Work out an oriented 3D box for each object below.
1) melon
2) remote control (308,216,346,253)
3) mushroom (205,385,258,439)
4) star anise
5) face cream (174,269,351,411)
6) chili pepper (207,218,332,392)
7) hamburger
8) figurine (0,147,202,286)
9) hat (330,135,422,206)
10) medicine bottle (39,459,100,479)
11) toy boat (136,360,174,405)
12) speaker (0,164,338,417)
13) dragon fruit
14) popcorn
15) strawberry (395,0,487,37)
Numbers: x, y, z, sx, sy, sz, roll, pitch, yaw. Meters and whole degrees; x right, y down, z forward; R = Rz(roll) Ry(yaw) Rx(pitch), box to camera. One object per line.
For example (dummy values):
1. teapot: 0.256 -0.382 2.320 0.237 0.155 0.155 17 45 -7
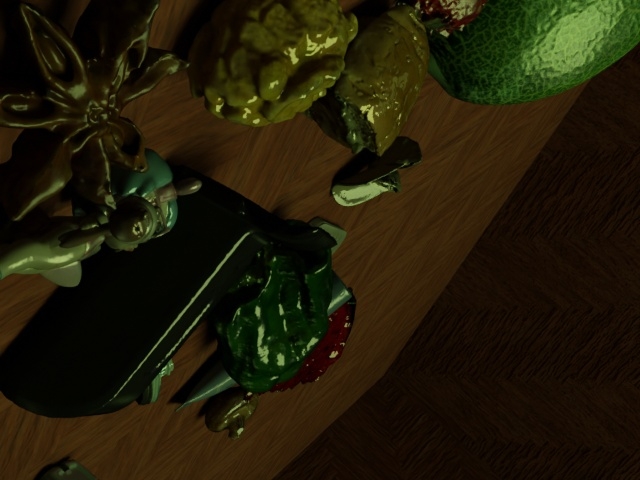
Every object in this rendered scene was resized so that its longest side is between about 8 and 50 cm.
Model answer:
1. melon: 0.324 -0.364 1.705 0.343 0.226 0.331 -49 128 -7
2. remote control: 0.000 0.000 2.016 0.077 0.022 0.245 -53 167 4
3. mushroom: -0.186 0.353 2.256 0.126 0.085 0.109 -4 105 -52
4. star anise: -0.203 -0.111 0.865 0.196 0.111 0.212 -47 160 -36
5. face cream: -0.110 0.196 2.029 0.385 0.086 0.135 -38 175 1
6. chili pepper: -0.074 0.123 1.803 0.213 0.167 0.385 -44 165 -30
7. hamburger: 0.081 -0.226 1.416 0.207 0.135 0.155 -48 169 -17
8. figurine: -0.224 -0.023 1.018 0.205 0.102 0.260 -27 -178 45
9. hat: 0.093 -0.131 1.892 0.175 0.085 0.147 -18 165 -23
10. medicine bottle: -0.416 0.450 1.690 0.188 0.119 0.094 -54 170 13
11. toy boat: -0.257 0.204 1.656 0.066 0.059 0.140 -30 158 -25
12. speaker: -0.182 0.081 1.297 0.388 0.184 0.180 -49 167 2
13. dragon fruit: -0.032 0.190 2.248 0.282 0.100 0.343 -52 159 13
14. popcorn: -0.039 -0.196 1.108 0.163 0.140 0.194 -50 170 26
15. strawberry: 0.209 -0.376 1.519 0.208 0.087 0.167 -55 165 13
